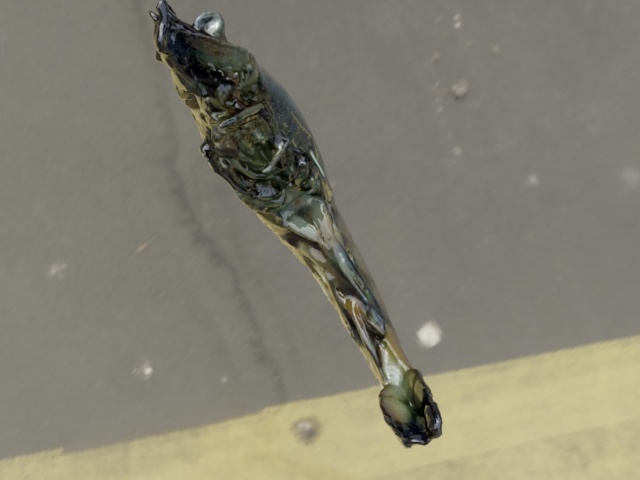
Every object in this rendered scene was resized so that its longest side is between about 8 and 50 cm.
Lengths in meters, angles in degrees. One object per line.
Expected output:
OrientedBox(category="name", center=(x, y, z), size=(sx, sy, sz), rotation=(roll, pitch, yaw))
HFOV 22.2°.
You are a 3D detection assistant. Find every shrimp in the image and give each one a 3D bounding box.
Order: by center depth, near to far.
OrientedBox(category="shrimp", center=(0.000, 0.000, 0.766), size=(0.051, 0.262, 0.198), rotation=(-32, 60, 0))
